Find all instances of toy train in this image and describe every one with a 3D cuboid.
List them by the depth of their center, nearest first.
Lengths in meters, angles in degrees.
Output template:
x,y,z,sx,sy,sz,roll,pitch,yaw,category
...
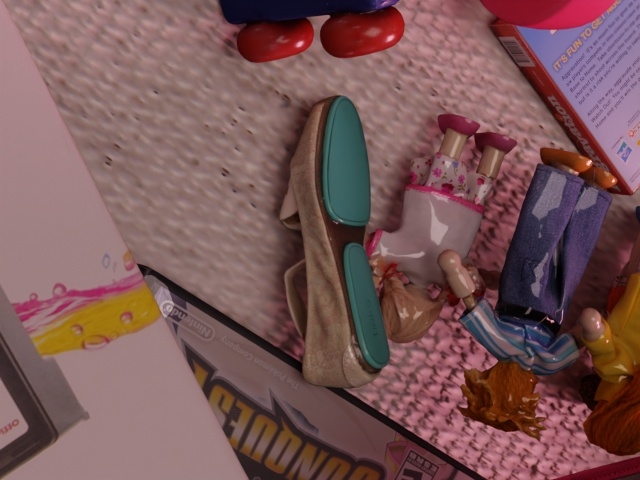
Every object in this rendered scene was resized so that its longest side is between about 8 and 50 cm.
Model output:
x,y,z,sx,sy,sz,roll,pitch,yaw,category
0.055,-0.157,0.740,0.143,0.248,0.105,-20,104,-29,toy train

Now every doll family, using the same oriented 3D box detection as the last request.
x,y,z,sx,sy,sz,roll,pitch,yaw,category
0.148,0.040,0.878,0.263,0.118,0.163,21,86,-28,doll family

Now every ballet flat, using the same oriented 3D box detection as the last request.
x,y,z,sx,sy,sz,roll,pitch,yaw,category
0.000,0.000,0.831,0.057,0.052,0.168,19,62,-57,ballet flat

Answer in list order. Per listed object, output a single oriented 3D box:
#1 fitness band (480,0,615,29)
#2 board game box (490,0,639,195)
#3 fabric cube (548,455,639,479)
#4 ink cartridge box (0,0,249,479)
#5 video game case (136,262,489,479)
x,y,z,sx,sy,sz,roll,pitch,yaw,category
0.130,-0.258,0.786,0.054,0.209,0.290,-1,95,-24,fitness band
0.241,-0.177,0.954,0.281,0.027,0.145,-46,115,-15,board game box
0.208,0.245,0.731,0.259,0.254,0.258,-6,86,-38,fabric cube
-0.197,0.027,0.622,0.197,0.198,0.270,-35,124,-18,ink cartridge box
-0.056,0.187,0.837,0.275,0.035,0.248,34,80,-26,video game case
